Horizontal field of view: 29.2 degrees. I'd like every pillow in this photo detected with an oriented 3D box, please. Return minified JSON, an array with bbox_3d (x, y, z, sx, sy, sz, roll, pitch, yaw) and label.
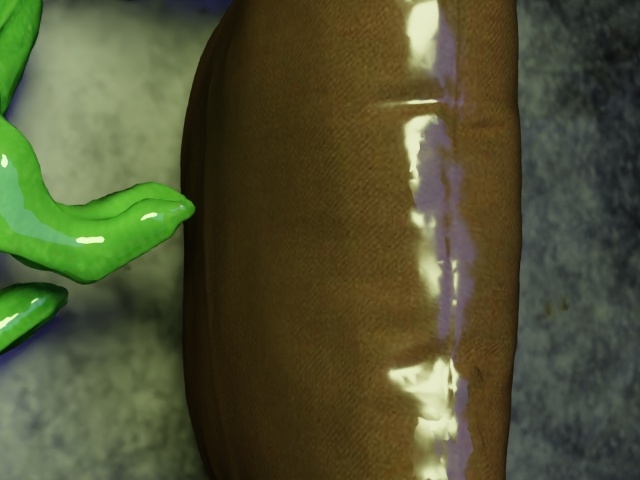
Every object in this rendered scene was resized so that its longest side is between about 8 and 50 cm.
[{"bbox_3d":[0.000,0.000,0.536,0.108,0.308,0.305,2,86,-14],"label":"pillow"}]

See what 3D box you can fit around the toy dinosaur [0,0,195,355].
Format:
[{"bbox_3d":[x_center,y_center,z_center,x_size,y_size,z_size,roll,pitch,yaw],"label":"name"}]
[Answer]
[{"bbox_3d":[-0.249,-0.092,0.482,0.500,0.144,0.374,-27,94,-36],"label":"toy dinosaur"}]
